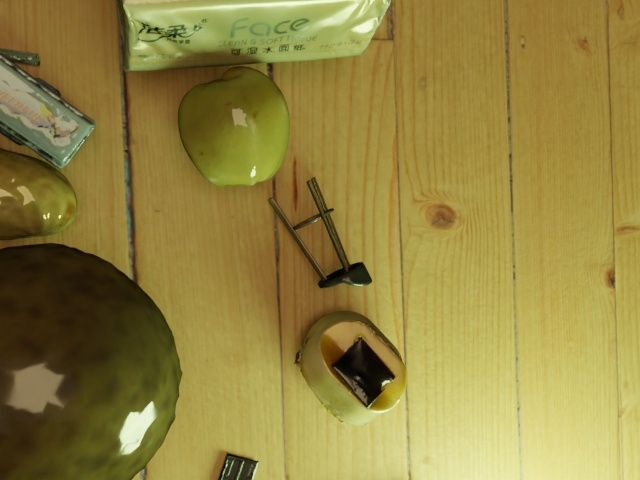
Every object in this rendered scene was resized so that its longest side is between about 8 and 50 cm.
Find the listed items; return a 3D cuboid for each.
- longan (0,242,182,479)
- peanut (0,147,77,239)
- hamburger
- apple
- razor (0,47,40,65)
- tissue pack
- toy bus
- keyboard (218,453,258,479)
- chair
[{"bbox_3d":[-0.401,0.197,0.912,0.391,0.391,0.391,0,91,-17],"label":"longan"},{"bbox_3d":[-0.533,-0.084,0.974,0.319,0.147,0.147,20,85,-19],"label":"peanut"},{"bbox_3d":[0.058,0.230,1.171,0.210,0.116,0.173,45,71,-8],"label":"hamburger"},{"bbox_3d":[-0.143,-0.187,1.067,0.200,0.200,0.200,0,91,-17],"label":"apple"},{"bbox_3d":[-0.558,-0.303,1.021,0.211,0.036,0.084,4,102,-22],"label":"razor"},{"bbox_3d":[-0.129,-0.457,1.018,0.405,0.205,0.331,-10,75,-16],"label":"tissue pack"},{"bbox_3d":[-0.501,-0.238,0.963,0.330,0.136,0.109,37,85,-25],"label":"toy bus"},{"bbox_3d":[-0.171,0.484,1.154,0.064,0.010,0.198,21,85,-17],"label":"keyboard"},{"bbox_3d":[0.001,-0.001,1.163,0.095,0.104,0.221,-29,95,12],"label":"chair"}]
